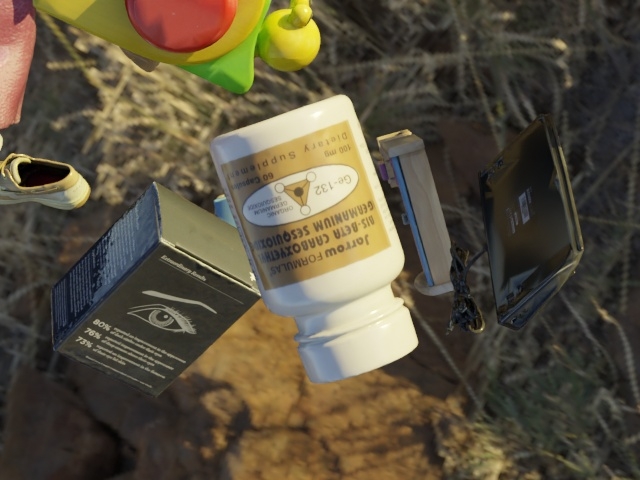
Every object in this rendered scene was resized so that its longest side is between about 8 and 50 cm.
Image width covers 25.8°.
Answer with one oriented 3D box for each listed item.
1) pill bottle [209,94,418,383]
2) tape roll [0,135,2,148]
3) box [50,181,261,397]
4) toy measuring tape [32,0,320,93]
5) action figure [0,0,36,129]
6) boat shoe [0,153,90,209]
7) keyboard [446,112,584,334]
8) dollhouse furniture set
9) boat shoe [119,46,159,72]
[{"bbox_3d":[0.000,0.000,1.214,0.131,0.131,0.229,-16,96,31],"label":"pill bottle"},{"bbox_3d":[-0.602,-0.037,1.901,0.392,0.072,0.392,-33,23,16],"label":"tape roll"},{"bbox_3d":[-0.190,0.060,1.608,0.207,0.153,0.108,-43,36,23],"label":"box"},{"bbox_3d":[-0.141,-0.196,0.868,0.121,0.330,0.121,-55,21,33],"label":"toy measuring tape"},{"bbox_3d":[-0.315,-0.285,1.252,0.248,0.276,0.370,36,119,22],"label":"action figure"},{"bbox_3d":[-0.296,-0.064,1.390,0.135,0.045,0.050,5,54,15],"label":"boat shoe"},{"bbox_3d":[0.211,-0.004,1.572,0.201,0.033,0.317,-45,21,26],"label":"keyboard"},{"bbox_3d":[0.009,-0.009,1.887,0.303,0.286,0.198,-15,97,1],"label":"dollhouse furniture set"},{"bbox_3d":[-0.230,-0.332,2.010,0.092,0.103,0.285,-52,2,-20],"label":"boat shoe"}]
